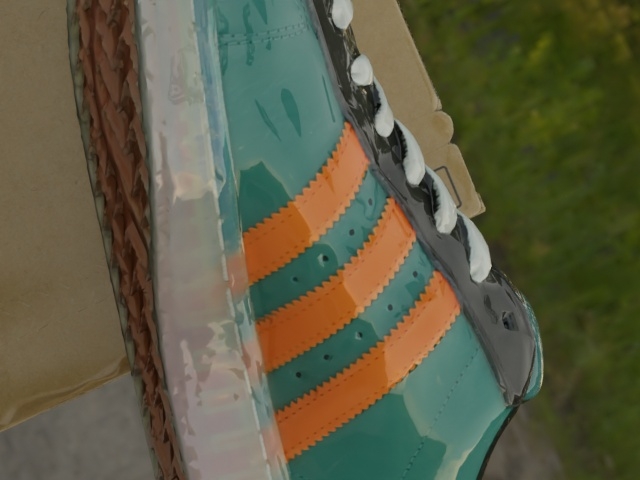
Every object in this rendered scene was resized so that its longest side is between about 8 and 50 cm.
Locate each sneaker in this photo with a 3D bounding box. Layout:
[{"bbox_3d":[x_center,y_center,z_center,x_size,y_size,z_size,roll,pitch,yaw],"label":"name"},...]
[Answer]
[{"bbox_3d":[0.000,0.000,0.591,0.108,0.121,0.302,-132,-149,-61],"label":"sneaker"}]

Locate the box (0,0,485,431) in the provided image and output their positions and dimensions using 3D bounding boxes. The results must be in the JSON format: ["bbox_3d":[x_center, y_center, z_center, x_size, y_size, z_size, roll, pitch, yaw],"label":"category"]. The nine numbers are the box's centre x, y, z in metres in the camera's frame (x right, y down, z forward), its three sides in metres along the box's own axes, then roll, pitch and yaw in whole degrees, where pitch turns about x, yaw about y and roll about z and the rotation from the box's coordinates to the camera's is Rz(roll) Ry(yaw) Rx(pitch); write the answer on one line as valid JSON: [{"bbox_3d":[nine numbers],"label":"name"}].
[{"bbox_3d":[-0.064,-0.043,0.675,0.021,0.201,0.164,-130,-164,-79],"label":"box"}]
